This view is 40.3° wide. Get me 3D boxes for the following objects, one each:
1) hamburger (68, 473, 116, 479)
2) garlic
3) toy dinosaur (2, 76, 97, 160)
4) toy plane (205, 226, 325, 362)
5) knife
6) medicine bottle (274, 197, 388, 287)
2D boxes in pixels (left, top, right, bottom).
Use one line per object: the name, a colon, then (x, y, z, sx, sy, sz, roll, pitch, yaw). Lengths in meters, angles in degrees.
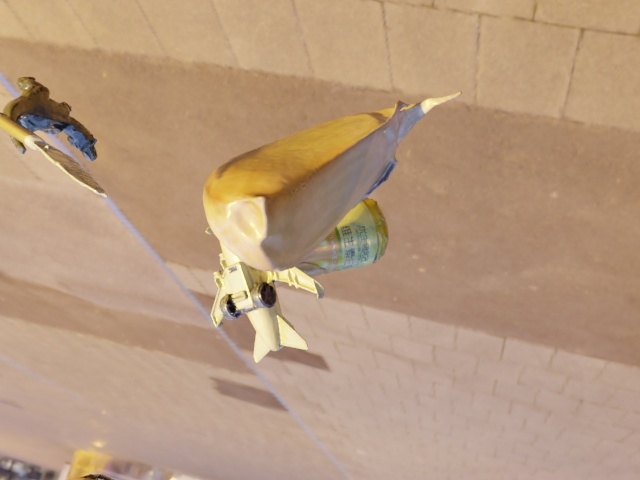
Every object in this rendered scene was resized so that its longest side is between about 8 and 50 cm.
hamburger: (-0.407, 0.560, 1.505, 0.319, 0.318, 0.158, 13, 173, 12)
garlic: (0.009, -0.075, 1.069, 0.196, 0.338, 0.151, -17, 101, 58)
toy dinosaur: (-0.373, -0.167, 1.241, 0.187, 0.087, 0.179, 16, -170, -47)
toy plane: (-0.100, 0.053, 1.253, 0.229, 0.244, 0.092, -21, -176, 41)
knife: (-0.312, -0.103, 1.002, 0.047, 0.017, 0.298, 24, -177, -43)
medicine bottle: (0.000, 0.000, 1.458, 0.239, 0.124, 0.124, -13, 171, -22)
